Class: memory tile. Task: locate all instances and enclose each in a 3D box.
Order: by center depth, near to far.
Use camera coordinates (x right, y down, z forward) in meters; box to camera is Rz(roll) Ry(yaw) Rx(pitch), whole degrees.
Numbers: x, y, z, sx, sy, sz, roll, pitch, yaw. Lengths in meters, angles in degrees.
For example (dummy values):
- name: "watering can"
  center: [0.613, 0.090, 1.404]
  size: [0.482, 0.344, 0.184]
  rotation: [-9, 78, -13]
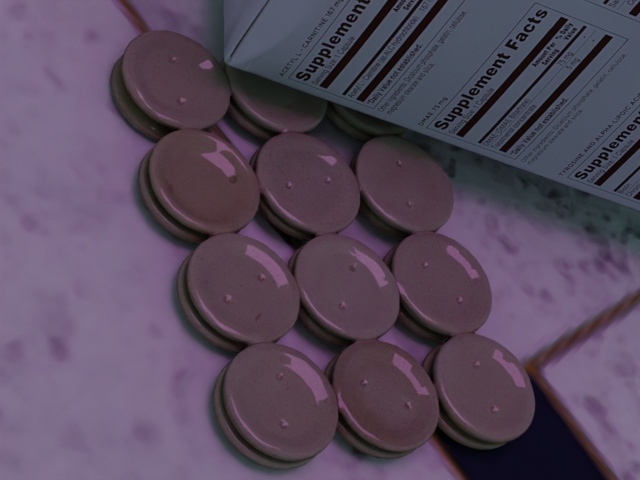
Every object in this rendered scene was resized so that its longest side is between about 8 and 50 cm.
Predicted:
- name: "memory tile"
  center: [0.000, 0.000, 0.576]
  size: [0.113, 0.012, 0.148]
  rotation: [-2, 62, -35]

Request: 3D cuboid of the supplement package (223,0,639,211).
- name: "supplement package"
  center: [0.087, -0.138, 0.625]
  size: [0.203, 0.149, 0.194]
  rotation: [18, 45, -23]
